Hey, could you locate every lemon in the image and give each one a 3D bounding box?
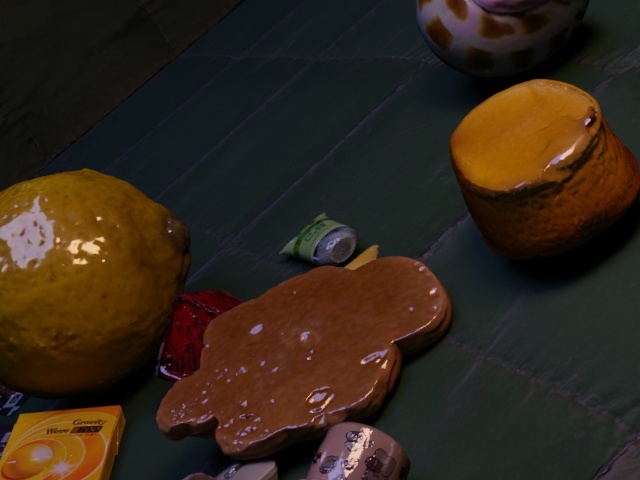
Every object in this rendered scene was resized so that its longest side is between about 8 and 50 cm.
[{"bbox_3d":[-0.367,0.061,1.623,0.387,0.350,0.350,-21,27,19],"label":"lemon"}]

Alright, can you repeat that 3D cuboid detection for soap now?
[{"bbox_3d":[0.019,0.071,1.436,0.168,0.033,0.089,-36,25,3],"label":"soap"}]

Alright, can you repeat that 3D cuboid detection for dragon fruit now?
[{"bbox_3d":[-0.133,0.144,1.478,0.161,0.121,0.127,19,13,34],"label":"dragon fruit"}]

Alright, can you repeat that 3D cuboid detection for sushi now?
[{"bbox_3d":[-0.526,0.215,1.927,0.192,0.040,0.210,-5,39,51],"label":"sushi"}]

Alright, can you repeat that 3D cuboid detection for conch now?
[{"bbox_3d":[0.272,-0.355,1.685,0.249,0.197,0.368,4,25,1],"label":"conch"}]

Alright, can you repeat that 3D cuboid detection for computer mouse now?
[{"bbox_3d":[-0.104,0.291,1.175,0.089,0.056,0.182,-9,35,40],"label":"computer mouse"}]

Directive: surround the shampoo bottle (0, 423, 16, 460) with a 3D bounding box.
[{"bbox_3d":[-0.464,0.381,1.481,0.098,0.071,0.309,-5,35,23],"label":"shampoo bottle"}]

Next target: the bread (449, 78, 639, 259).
[{"bbox_3d":[0.254,-0.080,1.250,0.195,0.143,0.270,-31,26,7],"label":"bread"}]

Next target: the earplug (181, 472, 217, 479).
[{"bbox_3d":[-0.215,0.355,1.029,0.301,0.172,0.172,-25,25,14],"label":"earplug"}]

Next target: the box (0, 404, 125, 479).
[{"bbox_3d":[-0.354,0.316,1.424,0.152,0.044,0.269,-5,30,3],"label":"box"}]

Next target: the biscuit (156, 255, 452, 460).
[{"bbox_3d":[-0.020,0.142,1.286,0.375,0.051,0.269,-26,33,2],"label":"biscuit"}]

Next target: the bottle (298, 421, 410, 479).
[{"bbox_3d":[0.017,0.255,1.026,0.099,0.099,0.152,-12,37,44],"label":"bottle"}]

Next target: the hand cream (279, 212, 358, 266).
[{"bbox_3d":[0.000,0.000,1.580,0.095,0.046,0.175,-44,22,-9],"label":"hand cream"}]
